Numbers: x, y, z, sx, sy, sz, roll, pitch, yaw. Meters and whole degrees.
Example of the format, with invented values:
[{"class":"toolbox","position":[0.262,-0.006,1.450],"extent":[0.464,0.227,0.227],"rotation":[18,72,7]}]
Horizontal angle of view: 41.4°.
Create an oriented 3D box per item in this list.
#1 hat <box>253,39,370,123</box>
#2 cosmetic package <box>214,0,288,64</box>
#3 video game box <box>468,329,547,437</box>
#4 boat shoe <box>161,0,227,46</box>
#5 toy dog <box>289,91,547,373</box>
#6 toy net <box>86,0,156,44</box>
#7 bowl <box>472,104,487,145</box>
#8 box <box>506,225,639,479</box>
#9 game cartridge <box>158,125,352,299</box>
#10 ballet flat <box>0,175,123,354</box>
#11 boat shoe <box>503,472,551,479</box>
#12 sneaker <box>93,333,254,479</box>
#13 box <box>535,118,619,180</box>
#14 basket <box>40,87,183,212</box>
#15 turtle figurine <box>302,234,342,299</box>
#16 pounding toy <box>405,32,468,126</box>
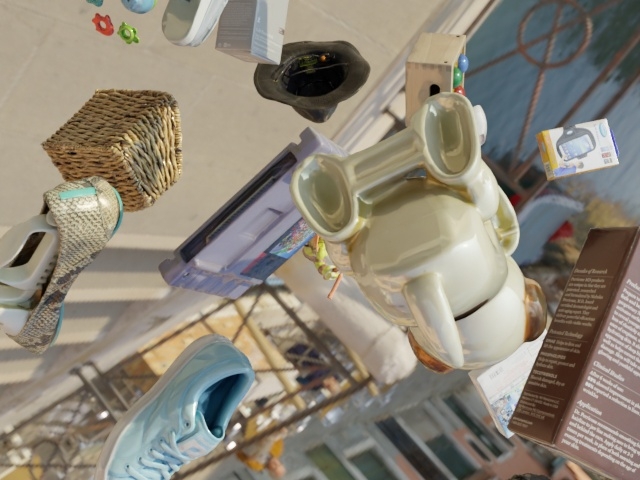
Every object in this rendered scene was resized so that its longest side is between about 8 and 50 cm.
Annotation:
[{"class":"hat","position":[-0.020,-0.393,2.210],"extent":[0.331,0.331,0.134],"rotation":[-32,138,-25]},{"class":"cosmetic package","position":[-0.138,-0.504,1.794],"extent":[0.127,0.107,0.238],"rotation":[2,99,-62]},{"class":"video game box","position":[0.466,0.324,1.957],"extent":[0.205,0.187,0.048],"rotation":[-34,-161,-10]},{"class":"boat shoe","position":[-0.176,-0.413,1.347],"extent":[0.227,0.079,0.081],"rotation":[-61,164,11]},{"class":"toy dog","position":[0.202,0.042,1.276],"extent":[0.284,0.395,0.408],"rotation":[-32,140,7]},{"class":"toy net","position":[-0.409,-0.448,1.513],"extent":[0.122,0.232,0.045],"rotation":[-65,176,38]},{"class":"bowl","position":[0.280,-0.202,1.713],"extent":[0.142,0.053,0.142],"rotation":[-34,168,5]},{"class":"box","position":[0.480,0.185,1.391],"extent":[0.381,0.191,0.143],"rotation":[-63,-161,-9]},{"class":"game cartridge","position":[-0.085,-0.032,1.462],"extent":[0.355,0.068,0.230],"rotation":[-42,152,13]},{"class":"ballet flat","position":[-0.525,0.057,1.538],"extent":[0.182,0.164,0.483],"rotation":[-7,148,-43]},{"class":"boat shoe","position":[0.313,0.536,1.408],"extent":[0.095,0.112,0.335],"rotation":[-3,115,-35]},{"class":"sneaker","position":[-0.248,0.330,1.441],"extent":[0.135,0.150,0.366],"rotation":[39,80,-37]},{"class":"box","position":[0.434,-0.153,1.409],"extent":[0.136,0.081,0.028],"rotation":[-13,174,-9]},{"class":"basket","position":[-0.453,-0.209,1.986],"extent":[0.223,0.299,0.213],"rotation":[-54,135,-31]},{"class":"turtle figurine","position":[0.000,0.000,1.888],"extent":[0.087,0.270,0.217],"rotation":[0,174,-7]},{"class":"pounding toy","position":[0.223,-0.283,1.540],"extent":[0.206,0.094,0.181],"rotation":[-62,154,-49]}]
